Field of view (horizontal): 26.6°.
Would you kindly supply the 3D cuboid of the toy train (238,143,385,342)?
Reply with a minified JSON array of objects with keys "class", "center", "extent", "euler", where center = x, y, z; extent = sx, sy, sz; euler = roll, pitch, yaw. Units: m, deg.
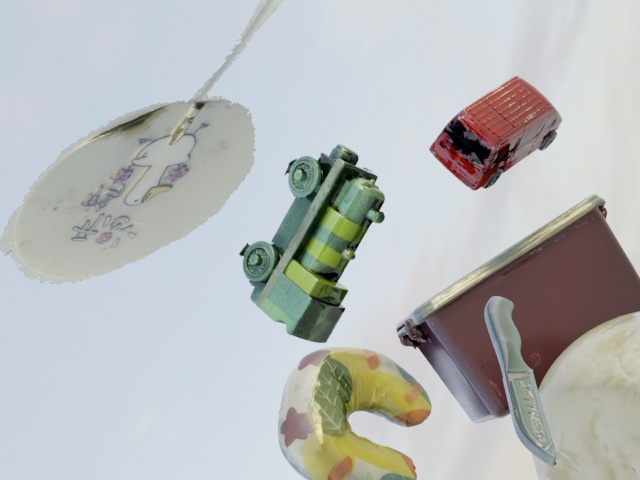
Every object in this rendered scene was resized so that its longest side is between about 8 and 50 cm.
[{"class":"toy train","center":[0.000,0.000,1.461],"extent":[0.083,0.132,0.200],"euler":[15,-72,-47]}]

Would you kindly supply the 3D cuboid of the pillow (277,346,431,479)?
[{"class":"pillow","center":[0.047,0.251,1.904],"extent":[0.086,0.214,0.233],"euler":[107,-178,-49]}]

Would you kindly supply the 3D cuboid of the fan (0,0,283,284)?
[{"class":"fan","center":[-0.118,-0.104,1.189],"extent":[0.414,0.233,0.012],"euler":[-56,-44,-34]}]

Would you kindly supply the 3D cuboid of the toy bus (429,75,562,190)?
[{"class":"toy bus","center":[0.214,-0.135,1.558],"extent":[0.195,0.081,0.089],"euler":[-32,-20,-42]}]

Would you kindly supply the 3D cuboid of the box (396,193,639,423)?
[{"class":"box","center":[0.256,0.091,1.662],"extent":[0.294,0.167,0.193],"euler":[-32,-8,-10]}]

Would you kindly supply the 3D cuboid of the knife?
[{"class":"knife","center":[0.152,0.102,1.046],"extent":[0.210,0.028,0.015],"euler":[-94,21,-60]}]

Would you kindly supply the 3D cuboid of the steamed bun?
[{"class":"steamed bun","center":[0.381,0.198,1.370],"extent":[0.233,0.312,0.334],"euler":[-44,-20,-34]}]
